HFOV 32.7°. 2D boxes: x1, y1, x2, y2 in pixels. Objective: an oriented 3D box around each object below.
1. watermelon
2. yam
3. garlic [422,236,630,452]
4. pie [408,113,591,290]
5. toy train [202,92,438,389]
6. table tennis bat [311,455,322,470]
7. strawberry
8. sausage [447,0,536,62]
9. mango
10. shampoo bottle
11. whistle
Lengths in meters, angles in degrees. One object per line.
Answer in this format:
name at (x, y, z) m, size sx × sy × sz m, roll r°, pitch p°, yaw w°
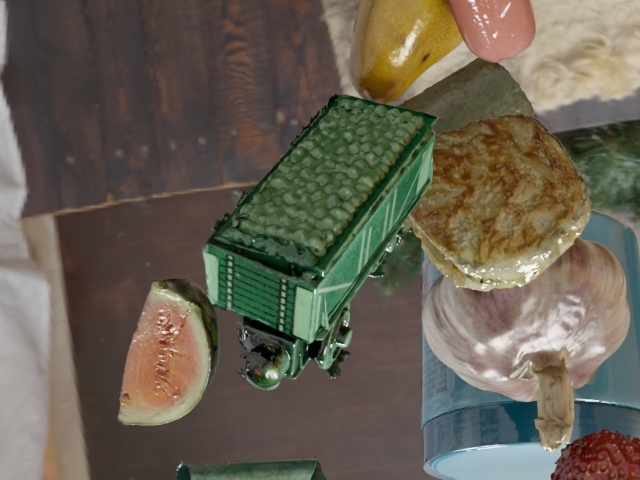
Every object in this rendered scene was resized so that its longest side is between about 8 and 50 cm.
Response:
watermelon at (-0.127, 0.115, 1.029) m, size 0.069 × 0.087 × 0.163 m, roll 43°, pitch 127°, yaw 40°
yam at (0.151, -0.122, 1.554) m, size 0.304 × 0.168 × 0.168 m, roll -30°, pitch 79°, yaw 2°
garlic at (0.247, 0.125, 1.270) m, size 0.245 × 0.245 × 0.253 m, roll -30°, pitch 43°, yaw 27°
pie at (0.183, -0.044, 1.164) m, size 0.179 × 0.084 × 0.205 m, roll -32°, pitch 59°, yaw -1°
toy train at (0.000, 0.000, 0.905) m, size 0.115 × 0.269 × 0.154 m, roll 17°, pitch 134°, yaw 23°
table tennis bat at (-0.013, 0.446, 1.855) m, size 0.021 × 0.274 × 0.154 m, roll 0°, pitch 77°, yaw -7°
strawberry at (0.197, 0.183, 0.762) m, size 0.083 × 0.083 × 0.096 m, roll 16°, pitch 70°, yaw 26°
sausage at (0.126, -0.198, 0.843) m, size 0.062 × 0.154 × 0.062 m, roll -12°, pitch 55°, yaw 17°
mango at (0.105, -0.239, 0.979) m, size 0.109 × 0.157 × 0.262 m, roll 17°, pitch 72°, yaw 9°
shampoo bottle at (0.307, 0.160, 1.581) m, size 0.331 × 0.331 × 0.342 m, roll -13°, pitch 64°, yaw 29°
whistle at (-0.075, 0.268, 1.247) m, size 0.039 × 0.186 × 0.039 m, roll -11°, pitch 77°, yaw 55°
